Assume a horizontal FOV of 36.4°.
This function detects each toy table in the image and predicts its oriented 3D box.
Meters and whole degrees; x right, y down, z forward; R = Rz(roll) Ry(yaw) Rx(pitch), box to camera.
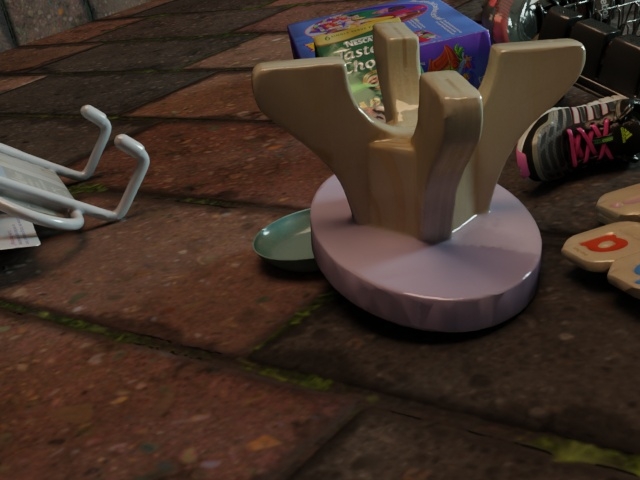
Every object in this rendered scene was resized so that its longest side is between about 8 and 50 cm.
[{"bbox_3d":[0.079,-0.067,0.754,0.252,0.161,0.274,-11,25,-17],"label":"toy table"}]

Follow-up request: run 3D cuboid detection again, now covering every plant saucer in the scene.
[{"bbox_3d":[0.000,0.000,0.854,0.119,0.021,0.119,-11,22,4],"label":"plant saucer"}]

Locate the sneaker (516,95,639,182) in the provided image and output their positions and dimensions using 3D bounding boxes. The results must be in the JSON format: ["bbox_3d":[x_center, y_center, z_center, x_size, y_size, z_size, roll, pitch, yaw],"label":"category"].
[{"bbox_3d":[0.254,-0.096,0.891,0.170,0.063,0.074,-20,17,-31],"label":"sneaker"}]

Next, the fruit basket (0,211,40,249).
[{"bbox_3d":[-0.491,-0.005,1.016,0.352,0.166,0.327,-4,19,-23],"label":"fruit basket"}]

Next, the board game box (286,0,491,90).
[{"bbox_3d":[0.084,-0.261,1.360,0.233,0.078,0.347,-13,22,-1],"label":"board game box"}]

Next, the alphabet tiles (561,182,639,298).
[{"bbox_3d":[0.330,-0.003,0.684,0.277,0.021,0.284,-16,22,-16],"label":"alphabet tiles"}]

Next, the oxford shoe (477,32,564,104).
[{"bbox_3d":[0.257,-0.187,1.129,0.076,0.076,0.212,29,40,20],"label":"oxford shoe"}]

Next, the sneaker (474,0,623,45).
[{"bbox_3d":[0.325,-0.318,1.340,0.135,0.098,0.276,7,28,45],"label":"sneaker"}]

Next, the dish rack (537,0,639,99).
[{"bbox_3d":[0.389,-0.219,1.054,0.271,0.074,0.208,-20,41,-30],"label":"dish rack"}]

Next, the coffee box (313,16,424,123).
[{"bbox_3d":[0.063,-0.178,1.120,0.113,0.040,0.184,-13,50,-1],"label":"coffee box"}]

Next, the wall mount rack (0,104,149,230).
[{"bbox_3d":[-0.360,-0.132,1.068,0.304,0.131,0.350,21,7,-28],"label":"wall mount rack"}]
